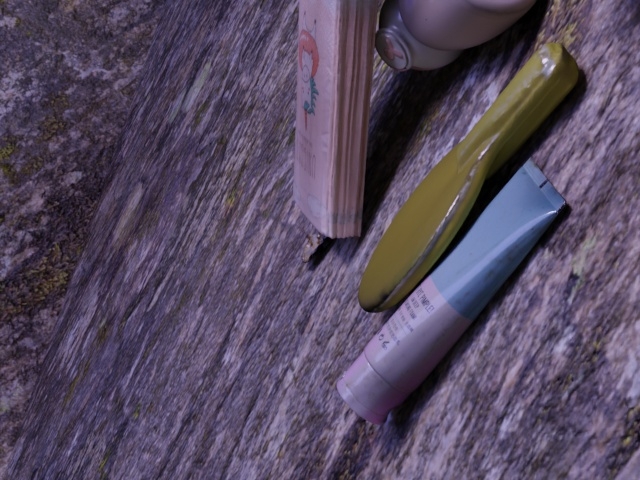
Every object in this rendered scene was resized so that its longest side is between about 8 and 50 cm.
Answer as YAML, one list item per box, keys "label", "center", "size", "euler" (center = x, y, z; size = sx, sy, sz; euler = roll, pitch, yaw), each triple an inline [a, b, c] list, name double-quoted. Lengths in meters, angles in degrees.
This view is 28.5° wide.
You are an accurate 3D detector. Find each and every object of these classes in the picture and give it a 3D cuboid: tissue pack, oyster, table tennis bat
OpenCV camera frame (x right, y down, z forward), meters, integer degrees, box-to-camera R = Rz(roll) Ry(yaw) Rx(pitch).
- label: "tissue pack"
  center: [0.014, -0.181, 1.617]
  size: [0.170, 0.071, 0.326]
  euler: [-130, 40, -64]
- label: "oyster"
  center: [0.002, -0.003, 1.706]
  size: [0.083, 0.019, 0.054]
  euler: [-54, 23, 32]
- label: "table tennis bat"
  center: [0.152, -0.065, 1.368]
  size: [0.369, 0.054, 0.224]
  euler: [-52, 11, 28]

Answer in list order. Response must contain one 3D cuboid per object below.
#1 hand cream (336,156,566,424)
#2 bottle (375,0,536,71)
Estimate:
- label: "hand cream"
  center: [0.138, 0.056, 1.303]
  size: [0.312, 0.070, 0.111]
  euler: [-49, 24, 17]
- label: "bottle"
  center: [0.149, -0.285, 1.509]
  size: [0.236, 0.147, 0.148]
  euler: [-39, 33, 62]
